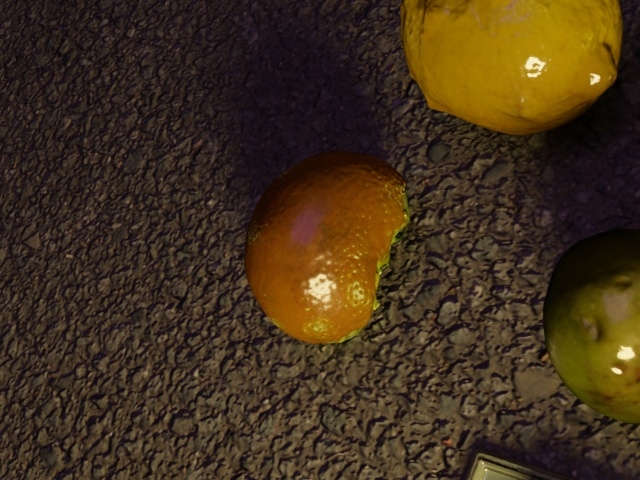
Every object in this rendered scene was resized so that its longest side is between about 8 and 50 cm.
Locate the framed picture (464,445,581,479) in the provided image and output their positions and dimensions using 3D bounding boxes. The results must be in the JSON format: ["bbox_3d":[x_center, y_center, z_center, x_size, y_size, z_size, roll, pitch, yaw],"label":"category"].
[{"bbox_3d":[0.231,0.337,0.967,0.293,0.018,0.231,11,70,36],"label":"framed picture"}]

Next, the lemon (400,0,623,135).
[{"bbox_3d":[0.215,-0.236,1.178,0.233,0.233,0.288,-50,50,-4],"label":"lemon"}]

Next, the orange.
[{"bbox_3d":[-0.003,-0.005,1.222,0.179,0.158,0.237,8,68,52],"label":"orange"}]

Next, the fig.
[{"bbox_3d":[0.291,0.071,0.985,0.181,0.181,0.191,-39,27,6],"label":"fig"}]
